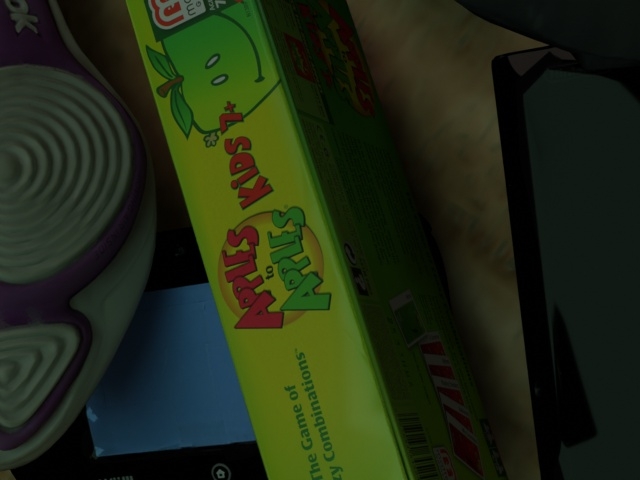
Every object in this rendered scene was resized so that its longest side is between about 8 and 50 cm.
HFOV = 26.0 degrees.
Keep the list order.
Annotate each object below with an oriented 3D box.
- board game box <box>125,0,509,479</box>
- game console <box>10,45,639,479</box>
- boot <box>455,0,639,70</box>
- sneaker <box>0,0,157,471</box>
[{"bbox_3d":[0.000,0.000,0.442,0.043,0.092,0.181,-22,76,20],"label":"board game box"},{"bbox_3d":[0.032,0.049,0.500,0.361,0.044,0.213,-9,84,23],"label":"game console"},{"bbox_3d":[0.263,-0.171,0.315,0.367,0.146,0.445,33,106,-10],"label":"boot"},{"bbox_3d":[-0.153,-0.047,0.545,0.152,0.114,0.305,-37,57,41],"label":"sneaker"}]
